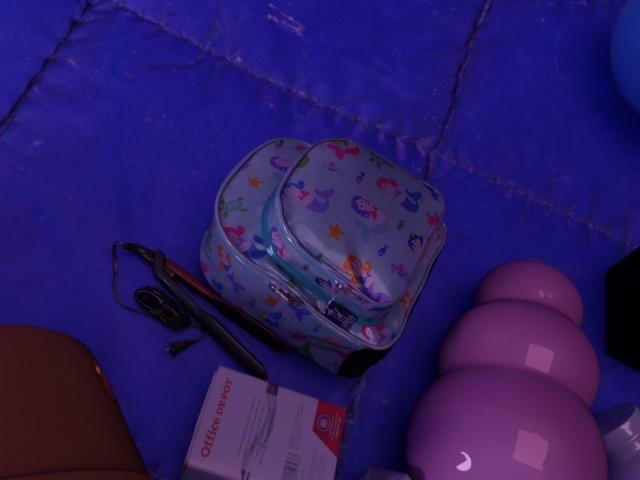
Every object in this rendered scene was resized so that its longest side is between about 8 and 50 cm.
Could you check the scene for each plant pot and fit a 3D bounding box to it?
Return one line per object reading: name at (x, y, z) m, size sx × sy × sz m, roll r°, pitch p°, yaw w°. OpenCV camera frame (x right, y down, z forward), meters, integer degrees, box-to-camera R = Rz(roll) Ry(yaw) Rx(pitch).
plant pot at (-0.273, 0.203, 0.523) m, size 0.291 × 0.291 × 0.203 m, roll -9°, pitch 57°, yaw -20°
plant pot at (0.486, 0.089, 0.850) m, size 0.167 × 0.187 × 0.188 m, roll 12°, pitch 67°, yaw 0°

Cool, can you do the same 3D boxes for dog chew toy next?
dog chew toy at (0.218, 0.163, 0.729) m, size 0.207 × 0.206 × 0.331 m, roll 27°, pitch 56°, yaw -6°

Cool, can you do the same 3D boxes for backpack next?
backpack at (0.000, 0.000, 0.727) m, size 0.253 × 0.191 × 0.225 m, roll 30°, pitch 52°, yaw 5°

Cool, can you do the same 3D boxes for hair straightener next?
hair straightener at (-0.148, 0.083, 0.719) m, size 0.230 × 0.047 × 0.089 m, roll 38°, pitch 64°, yaw -1°

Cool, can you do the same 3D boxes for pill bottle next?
pill bottle at (0.408, 0.294, 0.782) m, size 0.103 × 0.103 × 0.184 m, roll -33°, pitch 82°, yaw -25°

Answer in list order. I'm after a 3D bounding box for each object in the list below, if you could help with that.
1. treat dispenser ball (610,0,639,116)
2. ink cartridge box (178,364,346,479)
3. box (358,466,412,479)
treat dispenser ball at (0.589, -0.296, 0.962) m, size 0.288 × 0.288 × 0.288 m, roll 6°, pitch 68°, yaw -15°
ink cartridge box at (-0.060, 0.213, 0.680) m, size 0.150 × 0.063 × 0.109 m, roll 21°, pitch 54°, yaw -8°
box at (0.099, 0.394, 0.636) m, size 0.169 × 0.087 × 0.290 m, roll -36°, pitch 91°, yaw -25°
